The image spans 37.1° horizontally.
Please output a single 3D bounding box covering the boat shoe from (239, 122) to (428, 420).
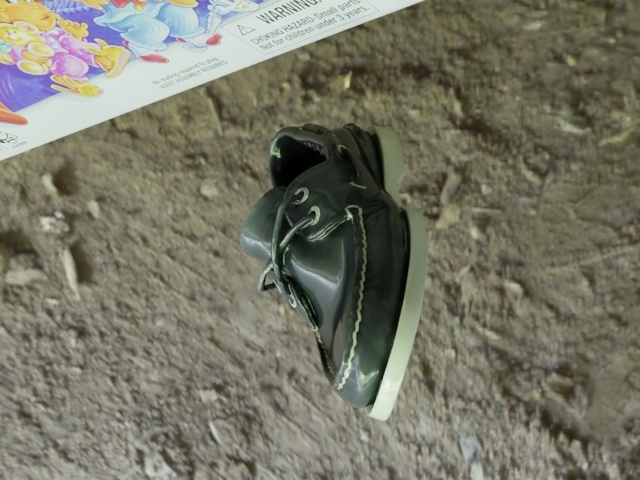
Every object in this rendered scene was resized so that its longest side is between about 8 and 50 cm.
[{"bbox_3d":[0.001,-0.004,0.667,0.113,0.127,0.340,14,31,-8],"label":"boat shoe"}]

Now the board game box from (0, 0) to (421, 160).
[{"bbox_3d":[-0.154,-0.134,0.378,0.347,0.233,0.078,-11,65,42],"label":"board game box"}]
